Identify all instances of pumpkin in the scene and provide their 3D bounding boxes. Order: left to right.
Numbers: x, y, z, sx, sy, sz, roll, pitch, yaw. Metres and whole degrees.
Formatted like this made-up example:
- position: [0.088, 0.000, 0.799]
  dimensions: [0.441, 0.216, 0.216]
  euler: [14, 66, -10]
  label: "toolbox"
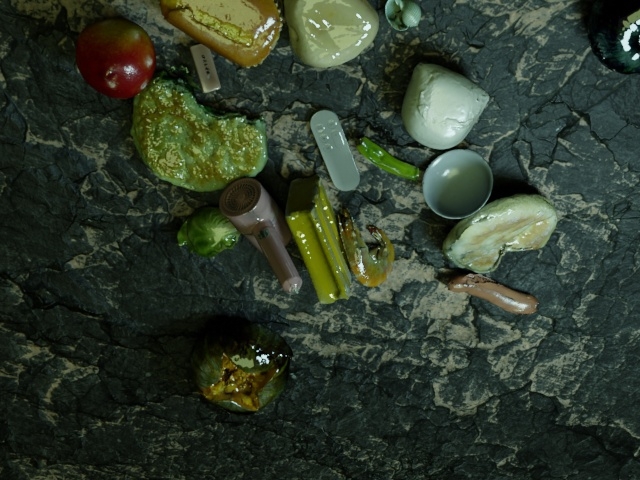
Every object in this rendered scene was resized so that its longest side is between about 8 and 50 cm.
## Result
- position: [-0.245, 0.379, 2.223]
  dimensions: [0.320, 0.192, 0.321]
  euler: [-2, 125, -2]
  label: "pumpkin"
- position: [0.735, -0.498, 1.691]
  dimensions: [0.232, 0.163, 0.233]
  euler: [0, 126, 0]
  label: "pumpkin"

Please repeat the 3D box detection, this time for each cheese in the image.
- position: [0.020, -0.500, 1.690]
  dimensions: [0.235, 0.117, 0.218]
  euler: [18, 119, -20]
  label: "cheese"
- position: [0.289, -0.322, 1.797]
  dimensions: [0.198, 0.154, 0.189]
  euler: [22, 102, -10]
  label: "cheese"

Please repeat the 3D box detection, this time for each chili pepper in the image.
- position: [0.173, -0.212, 1.931]
  dimensions: [0.201, 0.050, 0.052]
  euler: [27, 103, -21]
  label: "chili pepper"

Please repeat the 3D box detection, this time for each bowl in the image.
- position: [0.370, -0.141, 1.942]
  dimensions: [0.189, 0.189, 0.086]
  euler: [-28, 158, 16]
  label: "bowl"

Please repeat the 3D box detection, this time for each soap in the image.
- position: [0.000, 0.000, 1.981]
  dimensions: [0.091, 0.199, 0.315]
  euler: [-11, 125, 14]
  label: "soap"

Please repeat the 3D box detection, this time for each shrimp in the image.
- position: [0.126, 0.015, 2.058]
  dimensions: [0.150, 0.068, 0.249]
  euler: [-39, 113, -22]
  label: "shrimp"

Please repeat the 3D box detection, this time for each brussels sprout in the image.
- position: [-0.299, -0.025, 2.018]
  dimensions: [0.180, 0.100, 0.139]
  euler: [-14, 108, 28]
  label: "brussels sprout"

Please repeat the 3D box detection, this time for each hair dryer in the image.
- position: [-0.121, 0.018, 1.871]
  dimensions: [0.125, 0.353, 0.210]
  euler: [-32, 142, 4]
  label: "hair dryer"

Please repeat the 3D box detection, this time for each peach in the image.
- position: [-0.472, -0.415, 1.694]
  dimensions: [0.197, 0.197, 0.197]
  euler: [-1, 123, -1]
  label: "peach"

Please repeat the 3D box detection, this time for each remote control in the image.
- position: [0.040, -0.236, 1.927]
  dimensions: [0.077, 0.022, 0.245]
  euler: [-16, 122, 11]
  label: "remote control"

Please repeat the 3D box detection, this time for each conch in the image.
- position: [0.195, -0.534, 1.717]
  dimensions: [0.076, 0.056, 0.085]
  euler: [-33, 89, 38]
  label: "conch"

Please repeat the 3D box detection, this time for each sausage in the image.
- position: [0.509, 0.156, 2.169]
  dimensions: [0.304, 0.078, 0.078]
  euler: [20, 121, -15]
  label: "sausage"

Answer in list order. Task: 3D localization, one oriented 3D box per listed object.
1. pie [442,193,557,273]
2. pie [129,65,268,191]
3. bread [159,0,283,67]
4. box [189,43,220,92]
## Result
- position: [0.492, -0.022, 2.013]
  dimensions: [0.337, 0.075, 0.338]
  euler: [-12, 144, -9]
  label: "pie"
- position: [-0.315, -0.261, 1.871]
  dimensions: [0.371, 0.078, 0.296]
  euler: [29, 117, -17]
  label: "pie"
- position: [-0.227, -0.518, 1.657]
  dimensions: [0.288, 0.156, 0.204]
  euler: [26, 117, -16]
  label: "bread"
- position: [-0.278, -0.416, 1.769]
  dimensions: [0.048, 0.025, 0.115]
  euler: [-19, 101, -20]
  label: "box"
